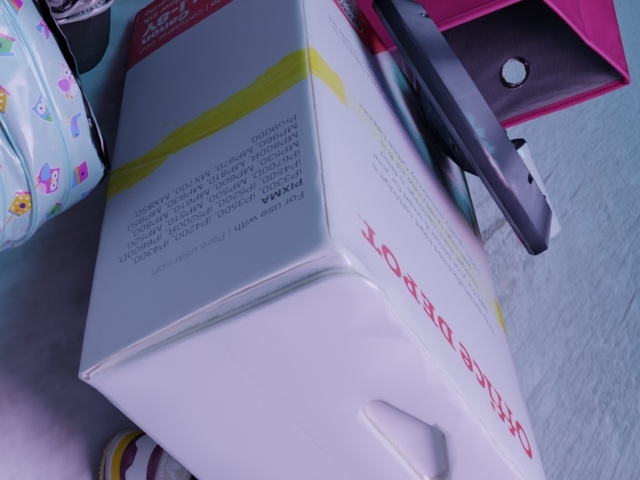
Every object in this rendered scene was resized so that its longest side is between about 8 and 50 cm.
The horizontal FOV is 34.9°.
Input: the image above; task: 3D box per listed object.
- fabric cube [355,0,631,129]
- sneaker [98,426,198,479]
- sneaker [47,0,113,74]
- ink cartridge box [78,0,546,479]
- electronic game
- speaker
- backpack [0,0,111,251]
[{"bbox_3d":[0.134,-0.271,1.033,0.259,0.254,0.258,18,60,-53],"label":"fabric cube"},{"bbox_3d":[-0.057,0.172,0.683,0.185,0.084,0.070,26,68,-47],"label":"sneaker"},{"bbox_3d":[-0.140,-0.156,0.589,0.086,0.132,0.229,-48,156,-21],"label":"sneaker"},{"bbox_3d":[0.000,0.000,0.691,0.279,0.160,0.385,51,21,-35],"label":"ink cartridge box"},{"bbox_3d":[0.106,-0.088,0.770,0.229,0.048,0.229,54,11,-16],"label":"electronic game"},{"bbox_3d":[0.273,-0.064,1.353,0.136,0.055,0.055,63,33,-19],"label":"speaker"},{"bbox_3d":[-0.199,-0.082,0.543,0.115,0.152,0.182,-40,115,-39],"label":"backpack"}]
